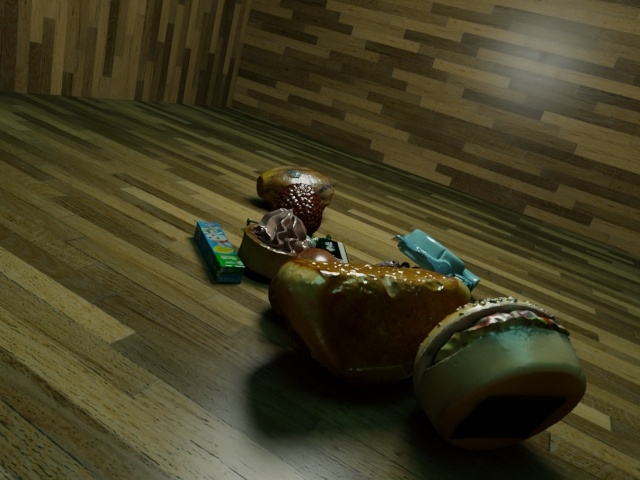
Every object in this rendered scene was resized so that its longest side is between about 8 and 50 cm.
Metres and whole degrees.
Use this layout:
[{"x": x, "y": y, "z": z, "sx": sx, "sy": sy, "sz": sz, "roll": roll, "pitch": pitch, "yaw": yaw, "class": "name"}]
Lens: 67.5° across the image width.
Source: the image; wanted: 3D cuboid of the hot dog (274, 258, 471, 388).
[{"x": 0.100, "y": 0.163, "z": 0.948, "sx": 0.404, "sy": 0.223, "sz": 0.185, "roll": 5, "pitch": 2, "yaw": -25, "class": "hot dog"}]

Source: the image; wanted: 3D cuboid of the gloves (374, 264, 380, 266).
[{"x": 0.156, "y": 0.145, "z": 1.197, "sx": 0.111, "sy": 0.128, "sz": 0.212, "roll": 26, "pitch": 24, "yaw": 0, "class": "gloves"}]

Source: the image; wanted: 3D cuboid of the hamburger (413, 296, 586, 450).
[{"x": 0.304, "y": 0.227, "z": 0.836, "sx": 0.300, "sy": 0.300, "sz": 0.176, "roll": 8, "pitch": 37, "yaw": -21, "class": "hamburger"}]

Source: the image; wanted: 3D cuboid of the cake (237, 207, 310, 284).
[{"x": -0.119, "y": 0.002, "z": 1.269, "sx": 0.207, "sy": 0.178, "sz": 0.185, "roll": -3, "pitch": 28, "yaw": -35, "class": "cake"}]

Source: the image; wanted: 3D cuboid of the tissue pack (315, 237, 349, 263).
[{"x": 0.027, "y": 0.072, "z": 1.297, "sx": 0.090, "sy": 0.103, "sz": 0.170, "roll": 10, "pitch": 20, "yaw": -6, "class": "tissue pack"}]

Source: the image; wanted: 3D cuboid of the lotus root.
[{"x": -0.091, "y": -0.186, "z": 1.777, "sx": 0.290, "sy": 0.193, "sz": 0.193, "roll": 12, "pitch": 21, "yaw": -13, "class": "lotus root"}]

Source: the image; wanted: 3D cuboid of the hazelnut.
[{"x": -0.023, "y": 0.112, "z": 1.073, "sx": 0.182, "sy": 0.182, "sz": 0.182, "roll": 14, "pitch": 20, "yaw": -5, "class": "hazelnut"}]

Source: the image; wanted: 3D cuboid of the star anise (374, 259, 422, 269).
[{"x": 0.253, "y": 0.099, "z": 1.457, "sx": 0.195, "sy": 0.065, "sz": 0.182, "roll": 15, "pitch": 13, "yaw": 20, "class": "star anise"}]

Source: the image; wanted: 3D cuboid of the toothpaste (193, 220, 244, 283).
[{"x": -0.272, "y": 0.026, "z": 1.265, "sx": 0.065, "sy": 0.050, "sz": 0.267, "roll": 7, "pitch": 22, "yaw": -31, "class": "toothpaste"}]

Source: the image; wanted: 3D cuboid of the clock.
[{"x": 0.347, "y": 0.056, "z": 1.467, "sx": 0.274, "sy": 0.094, "sz": 0.223, "roll": 35, "pitch": 5, "yaw": -41, "class": "clock"}]

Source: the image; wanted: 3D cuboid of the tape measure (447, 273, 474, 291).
[{"x": 0.353, "y": 0.156, "z": 1.296, "sx": 0.081, "sy": 0.125, "sz": 0.146, "roll": 32, "pitch": 13, "yaw": 32, "class": "tape measure"}]

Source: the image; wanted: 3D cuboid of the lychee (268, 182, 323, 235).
[{"x": -0.078, "y": -0.103, "z": 1.572, "sx": 0.188, "sy": 0.188, "sz": 0.188, "roll": 14, "pitch": 20, "yaw": -5, "class": "lychee"}]

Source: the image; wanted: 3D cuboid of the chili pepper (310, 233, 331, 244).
[{"x": 0.007, "y": 0.003, "z": 1.564, "sx": 0.118, "sy": 0.035, "sz": 0.055, "roll": -14, "pitch": 52, "yaw": -47, "class": "chili pepper"}]

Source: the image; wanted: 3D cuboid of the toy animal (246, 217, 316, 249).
[{"x": -0.131, "y": -0.022, "z": 1.458, "sx": 0.252, "sy": 0.079, "sz": 0.070, "roll": 21, "pitch": 27, "yaw": 17, "class": "toy animal"}]
